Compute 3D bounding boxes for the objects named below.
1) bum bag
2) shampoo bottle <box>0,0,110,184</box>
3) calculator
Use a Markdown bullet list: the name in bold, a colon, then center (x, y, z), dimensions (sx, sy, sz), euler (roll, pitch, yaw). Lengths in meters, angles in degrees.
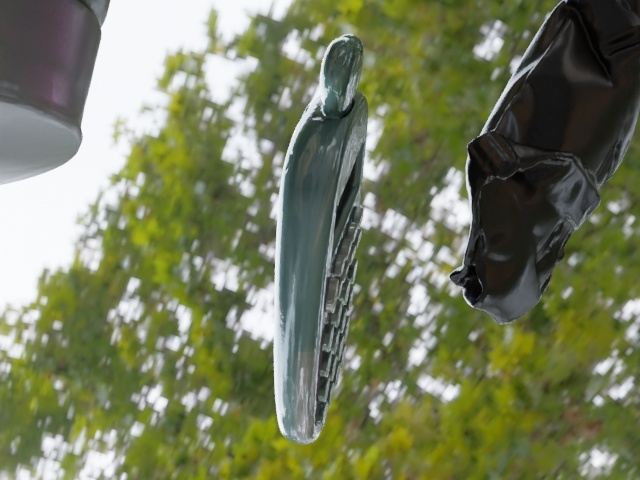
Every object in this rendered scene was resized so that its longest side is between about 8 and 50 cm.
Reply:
- **bum bag**: center (0.179, -0.088, 1.188), dimensions (0.079, 0.142, 0.326), euler (11, -124, 30)
- **shampoo bottle**: center (-0.217, -0.153, 0.704), dimensions (0.273, 0.273, 0.266), euler (2, -99, -16)
- **calculator**: center (0.000, 0.000, 1.139), dimensions (0.042, 0.295, 0.184), euler (8, -156, 7)
